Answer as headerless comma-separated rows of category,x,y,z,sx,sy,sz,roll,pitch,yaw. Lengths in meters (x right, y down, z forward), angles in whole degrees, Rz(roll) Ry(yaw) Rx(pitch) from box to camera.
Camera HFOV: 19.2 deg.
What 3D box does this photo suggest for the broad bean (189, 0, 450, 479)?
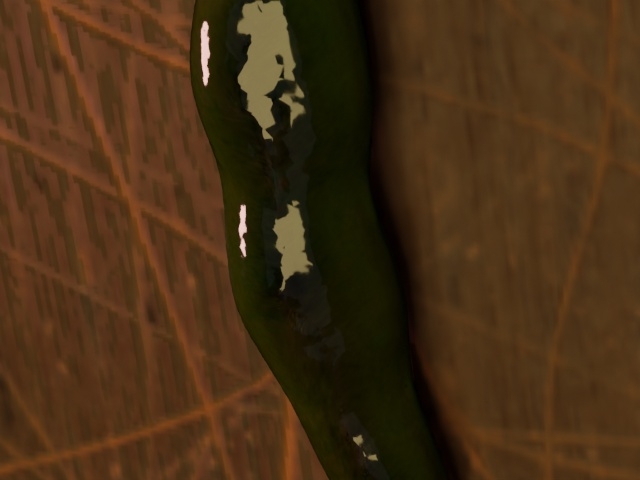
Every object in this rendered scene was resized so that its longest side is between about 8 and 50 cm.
broad bean,-0.001,0.000,0.590,0.060,0.043,0.297,-9,111,13
